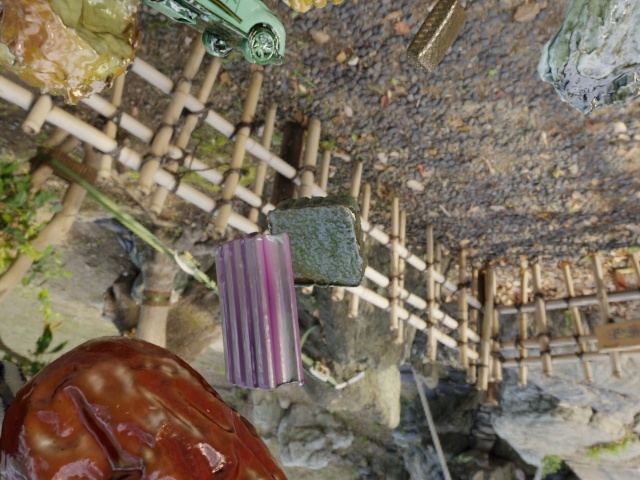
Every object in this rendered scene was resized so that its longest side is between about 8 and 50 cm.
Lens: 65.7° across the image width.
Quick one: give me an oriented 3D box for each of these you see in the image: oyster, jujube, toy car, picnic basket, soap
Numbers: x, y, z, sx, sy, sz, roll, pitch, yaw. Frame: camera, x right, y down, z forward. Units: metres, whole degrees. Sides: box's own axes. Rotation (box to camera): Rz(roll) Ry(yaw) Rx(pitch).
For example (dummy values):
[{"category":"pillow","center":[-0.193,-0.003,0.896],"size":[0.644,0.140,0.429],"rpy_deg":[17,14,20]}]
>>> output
[{"category":"oyster","center":[0.252,-0.185,0.391],"size":[0.124,0.064,0.177],"rpy_deg":[19,130,-19]},{"category":"jujube","center":[-0.133,0.195,0.395],"size":[0.250,0.174,0.174],"rpy_deg":[49,144,3]},{"category":"toy car","center":[-0.167,-0.344,0.679],"size":[0.305,0.125,0.136],"rpy_deg":[12,-168,-47]},{"category":"picnic basket","center":[0.312,-0.543,1.307],"size":[0.055,0.194,0.110],"rpy_deg":[40,-168,37]},{"category":"soap","center":[-0.087,0.096,0.682],"size":[0.065,0.203,0.122],"rpy_deg":[0,171,-39]}]

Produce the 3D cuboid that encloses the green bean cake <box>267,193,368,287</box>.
[{"category":"green bean cake","center":[0.000,0.000,0.972],"size":[0.181,0.094,0.173],"rpy_deg":[-4,113,19]}]

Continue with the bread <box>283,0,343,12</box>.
[{"category":"bread","center":[0.030,-0.724,1.328],"size":[0.310,0.121,0.173],"rpy_deg":[-20,121,1]}]

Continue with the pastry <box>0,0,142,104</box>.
[{"category":"pastry","center":[-0.481,-0.452,0.845],"size":[0.336,0.292,0.406],"rpy_deg":[11,118,22]}]

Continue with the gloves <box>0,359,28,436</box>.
[{"category":"gloves","center":[-0.356,0.136,0.397],"size":[0.131,0.140,0.218],"rpy_deg":[-32,149,26]}]
